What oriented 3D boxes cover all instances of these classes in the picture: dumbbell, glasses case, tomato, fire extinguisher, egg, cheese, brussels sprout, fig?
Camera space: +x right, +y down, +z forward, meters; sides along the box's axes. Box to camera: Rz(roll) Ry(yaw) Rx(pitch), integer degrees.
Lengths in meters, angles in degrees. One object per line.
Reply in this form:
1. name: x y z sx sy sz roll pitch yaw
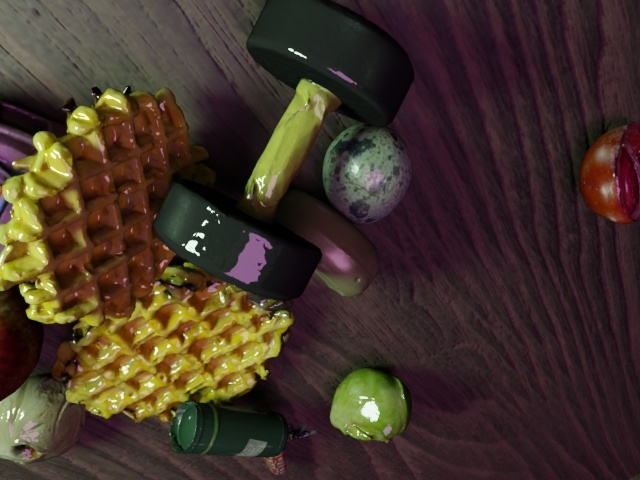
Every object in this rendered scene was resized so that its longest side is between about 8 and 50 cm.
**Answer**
1. dumbbell: -0.044 -0.109 0.628 0.204 0.204 0.322 25 95 -31
2. glasses case: -0.114 0.459 1.140 0.049 0.073 0.194 -18 127 -14
3. tomato: 0.532 -0.121 0.931 0.189 0.099 0.173 -47 118 -33
4. fire extinguisher: -0.141 0.372 0.991 0.295 0.093 0.118 24 131 -40
5. egg: 0.068 -0.096 0.770 0.133 0.132 0.172 -5 137 -15
6. cheese: 0.000 0.000 0.807 0.202 0.175 0.091 41 81 -9
7. brussels sprout: 0.109 0.350 1.098 0.183 0.145 0.131 -2 169 34
8. fig: -0.507 0.154 0.734 0.205 0.205 0.205 -9 126 -12

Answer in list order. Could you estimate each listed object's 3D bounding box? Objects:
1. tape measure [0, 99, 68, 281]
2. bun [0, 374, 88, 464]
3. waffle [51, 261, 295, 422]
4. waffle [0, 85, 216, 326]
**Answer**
1. tape measure: -0.413 -0.059 0.638 0.245 0.149 0.231 25 111 -39
2. bun: -0.502 0.327 0.895 0.167 0.113 0.173 -24 130 -1
3. waffle: -0.249 0.192 0.899 0.382 0.095 0.379 16 119 -30
4. waffle: -0.247 -0.030 0.634 0.062 0.329 0.329 19 127 21
